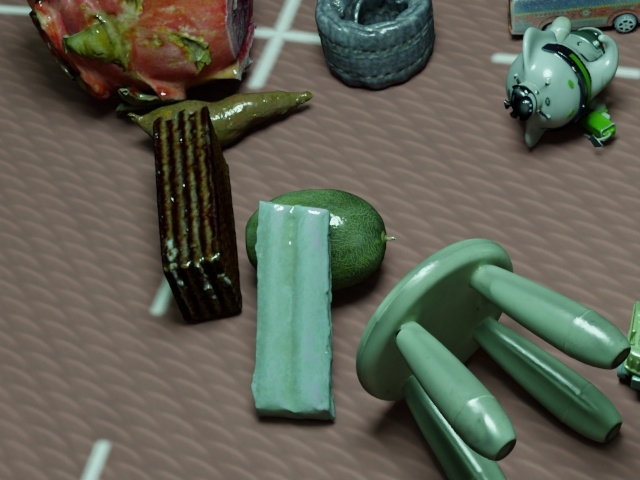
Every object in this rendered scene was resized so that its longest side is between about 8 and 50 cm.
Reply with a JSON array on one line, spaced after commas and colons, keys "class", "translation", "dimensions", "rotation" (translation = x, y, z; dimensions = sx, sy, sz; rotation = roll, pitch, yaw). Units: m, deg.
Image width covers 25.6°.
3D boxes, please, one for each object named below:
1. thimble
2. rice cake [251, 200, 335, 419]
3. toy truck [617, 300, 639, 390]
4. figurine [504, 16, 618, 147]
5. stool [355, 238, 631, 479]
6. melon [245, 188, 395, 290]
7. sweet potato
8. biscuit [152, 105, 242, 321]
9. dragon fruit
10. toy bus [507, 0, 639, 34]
[{"class": "thimble", "translation": [0.068, -0.268, 1.748], "dimensions": [0.150, 0.097, 0.150], "rotation": [-5, 51, 6]}, {"class": "rice cake", "translation": [-0.027, 0.071, 1.456], "dimensions": [0.085, 0.040, 0.226], "rotation": [-1, 87, 14]}, {"class": "toy truck", "translation": [0.352, 0.069, 1.415], "dimensions": [0.077, 0.100, 0.169], "rotation": [15, 56, 20]}, {"class": "figurine", "translation": [0.276, -0.187, 1.628], "dimensions": [0.126, 0.147, 0.192], "rotation": [7, 31, 39]}, {"class": "stool", "translation": [0.166, 0.129, 1.351], "dimensions": [0.195, 0.195, 0.199], "rotation": [-36, 59, -18]}, {"class": "melon", "translation": [0.000, 0.000, 1.534], "dimensions": [0.167, 0.114, 0.114], "rotation": [-2, 51, 13]}, {"class": "sweet potato", "translation": [-0.118, -0.143, 1.708], "dimensions": [0.226, 0.068, 0.068], "rotation": [-9, 50, -4]}, {"class": "biscuit", "translation": [-0.140, -0.034, 1.594], "dimensions": [0.070, 0.106, 0.252], "rotation": [-12, 49, 3]}, {"class": "dragon fruit", "translation": [-0.232, -0.302, 1.740], "dimensions": [0.291, 0.269, 0.250], "rotation": [6, 43, 12]}, {"class": "toy bus", "translation": [0.326, -0.297, 1.735], "dimensions": [0.192, 0.077, 0.065], "rotation": [-6, 53, 7]}]
